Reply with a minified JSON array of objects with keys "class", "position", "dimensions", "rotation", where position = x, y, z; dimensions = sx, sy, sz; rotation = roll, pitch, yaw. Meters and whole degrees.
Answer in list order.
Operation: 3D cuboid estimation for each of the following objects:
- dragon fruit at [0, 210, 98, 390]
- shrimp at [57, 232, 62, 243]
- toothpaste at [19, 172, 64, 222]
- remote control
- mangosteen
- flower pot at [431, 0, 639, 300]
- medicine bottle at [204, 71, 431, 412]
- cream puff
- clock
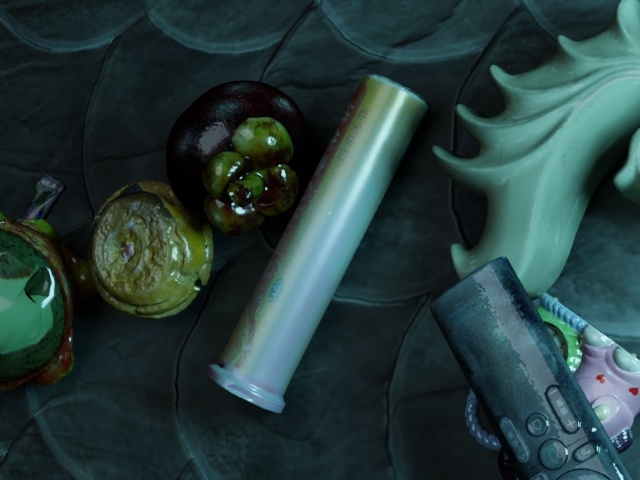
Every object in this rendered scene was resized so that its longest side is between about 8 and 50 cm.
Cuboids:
[{"class":"dragon fruit","position":[-0.446,0.085,1.850],"dimensions":[0.295,0.130,0.268],"rotation":[-18,98,3]},{"class":"shrimp","position":[-0.430,0.056,1.938],"dimensions":[0.076,0.082,0.174],"rotation":[26,97,30]},{"class":"toothpaste","position":[-0.436,-0.019,1.995],"dimensions":[0.045,0.028,0.170],"rotation":[30,89,28]},{"class":"remote control","position":[0.235,0.199,1.378],"dimensions":[0.107,0.044,0.378],"rotation":[-39,63,28]},{"class":"mangosteen","position":[-0.095,-0.099,1.694],"dimensions":[0.194,0.194,0.230],"rotation":[-52,29,8]},{"class":"flower pot","position":[0.294,-0.099,1.478],"dimensions":[0.367,0.164,0.254],"rotation":[-24,71,24]},{"class":"medicine bottle","position":[0.000,0.000,1.673],"dimensions":[0.108,0.108,0.426],"rotation":[26,88,35]},{"class":"cream puff","position":[-0.223,0.013,1.790],"dimensions":[0.189,0.129,0.189],"rotation":[-4,81,26]},{"class":"clock","position":[0.254,0.180,1.459],"dimensions":[0.194,0.100,0.195],"rotation":[37,94,38]}]
